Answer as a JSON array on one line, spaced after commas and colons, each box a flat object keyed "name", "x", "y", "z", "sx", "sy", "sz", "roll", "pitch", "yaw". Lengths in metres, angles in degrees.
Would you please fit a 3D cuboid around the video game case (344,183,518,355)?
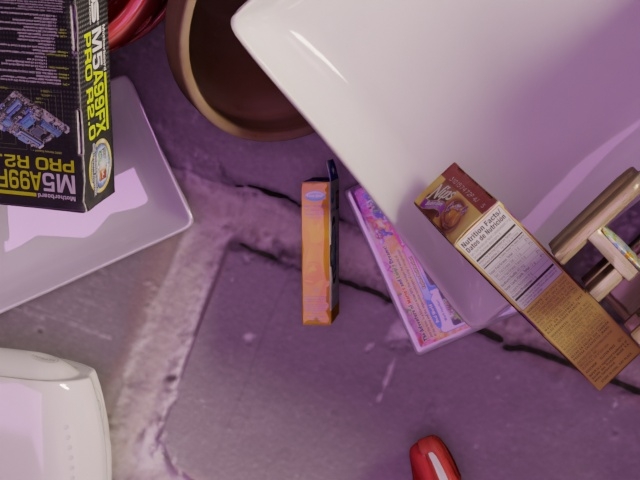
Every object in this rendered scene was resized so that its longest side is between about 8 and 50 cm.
[{"name": "video game case", "x": 0.116, "y": 0.000, "z": 1.602, "sx": 0.143, "sy": 0.019, "sz": 0.157, "roll": -24, "pitch": 93, "yaw": 7}]

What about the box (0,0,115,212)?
[{"name": "box", "x": -0.297, "y": -0.142, "z": 1.446, "sx": 0.270, "sy": 0.060, "sz": 0.216, "roll": 5, "pitch": 111, "yaw": 16}]

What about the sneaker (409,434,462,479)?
[{"name": "sneaker", "x": 0.076, "y": 0.284, "z": 1.595, "sx": 0.128, "sy": 0.087, "sz": 0.221, "roll": -14, "pitch": 92, "yaw": 5}]

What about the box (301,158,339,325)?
[{"name": "box", "x": 0.000, "y": 0.000, "z": 1.581, "sx": 0.028, "sy": 0.081, "sz": 0.136, "roll": -2, "pitch": 94, "yaw": 6}]

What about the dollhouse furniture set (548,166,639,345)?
[{"name": "dollhouse furniture set", "x": 0.310, "y": 0.024, "z": 1.474, "sx": 0.161, "sy": 0.242, "sz": 0.212, "roll": -44, "pitch": 90, "yaw": 7}]

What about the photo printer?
[{"name": "photo printer", "x": -0.335, "y": 0.210, "z": 1.604, "sx": 0.308, "sy": 0.107, "sz": 0.256, "roll": 7, "pitch": 100, "yaw": 1}]

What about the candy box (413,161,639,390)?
[{"name": "candy box", "x": 0.164, "y": 0.028, "z": 1.490, "sx": 0.053, "sy": 0.109, "sz": 0.186, "roll": -44, "pitch": 113, "yaw": 3}]

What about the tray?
[{"name": "tray", "x": -0.257, "y": -0.025, "z": 1.628, "sx": 0.270, "sy": 0.030, "sz": 0.145, "roll": -24, "pitch": 93, "yaw": 6}]

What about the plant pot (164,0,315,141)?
[{"name": "plant pot", "x": -0.038, "y": -0.208, "z": 1.527, "sx": 0.237, "sy": 0.237, "sz": 0.110, "roll": -54, "pitch": 49, "yaw": 7}]

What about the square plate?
[{"name": "square plate", "x": 0.156, "y": -0.158, "z": 1.513, "sx": 0.344, "sy": 0.049, "sz": 0.347, "roll": -39, "pitch": 112, "yaw": 0}]

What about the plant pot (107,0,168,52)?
[{"name": "plant pot", "x": -0.207, "y": -0.240, "z": 1.533, "sx": 0.191, "sy": 0.174, "sz": 0.191, "roll": 0, "pitch": 95, "yaw": 5}]
